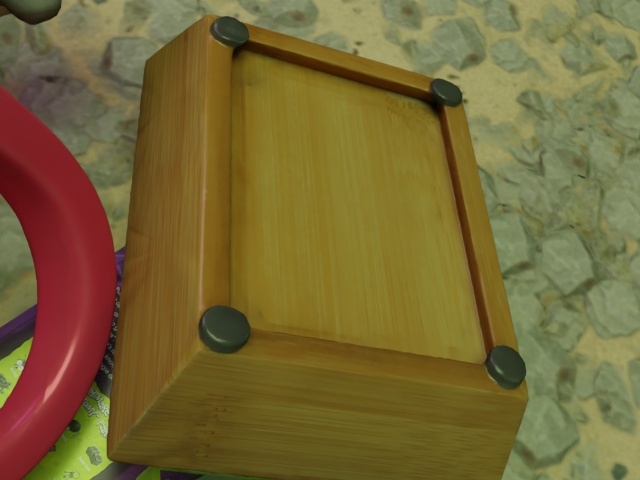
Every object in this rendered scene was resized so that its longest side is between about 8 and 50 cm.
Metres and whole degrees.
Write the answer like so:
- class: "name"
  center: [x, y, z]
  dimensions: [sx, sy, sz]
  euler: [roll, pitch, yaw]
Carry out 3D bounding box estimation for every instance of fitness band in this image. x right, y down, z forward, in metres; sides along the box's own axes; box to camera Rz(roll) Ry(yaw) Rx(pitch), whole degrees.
- class: "fitness band"
  center: [-0.190, 0.016, 0.346]
  dimensions: [0.054, 0.291, 0.209]
  euler: [0, 65, 23]

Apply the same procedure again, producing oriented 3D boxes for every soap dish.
- class: "soap dish"
  center: [0.000, 0.000, 0.514]
  dimensions: [0.229, 0.118, 0.290]
  euler: [12, 51, -21]

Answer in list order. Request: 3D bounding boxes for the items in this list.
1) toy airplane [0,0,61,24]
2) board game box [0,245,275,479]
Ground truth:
- class: "toy airplane"
  center: [-0.324, -0.137, 0.407]
  dimensions: [0.384, 0.272, 0.386]
  euler: [23, 59, -3]
- class: "board game box"
  center: [-0.059, 0.166, 0.498]
  dimensions: [0.208, 0.056, 0.347]
  euler: [-37, 77, -22]
